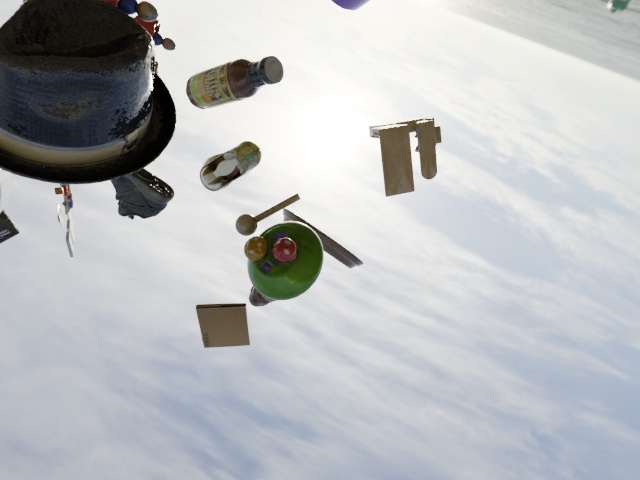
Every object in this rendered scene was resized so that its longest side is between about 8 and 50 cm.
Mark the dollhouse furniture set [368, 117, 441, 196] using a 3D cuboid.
[{"bbox_3d":[0.166,-0.171,0.916,0.144,0.123,0.151,-12,-163,-9],"label":"dollhouse furniture set"}]

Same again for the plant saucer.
[{"bbox_3d":[0.000,0.000,1.315,0.278,0.041,0.278,34,178,1],"label":"plant saucer"}]

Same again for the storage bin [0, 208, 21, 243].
[{"bbox_3d":[-0.882,-0.012,1.182,0.180,0.084,0.122,-13,-157,29],"label":"storage bin"}]

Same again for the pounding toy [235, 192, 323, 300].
[{"bbox_3d":[-0.103,0.005,0.999,0.110,0.183,0.237,45,-159,-61],"label":"pounding toy"}]

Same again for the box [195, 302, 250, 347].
[{"bbox_3d":[-0.328,0.292,1.574,0.164,0.201,0.021,-2,-142,-4],"label":"box"}]

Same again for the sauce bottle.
[{"bbox_3d":[-0.244,-0.447,1.296,0.344,0.111,0.111,1,-169,42],"label":"sauce bottle"}]

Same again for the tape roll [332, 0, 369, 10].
[{"bbox_3d":[0.058,-0.582,0.946,0.189,0.080,0.189,14,-111,-41],"label":"tape roll"}]

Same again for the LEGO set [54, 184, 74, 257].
[{"bbox_3d":[-0.816,-0.094,1.509,0.060,0.244,0.182,-8,-139,-20],"label":"LEGO set"}]

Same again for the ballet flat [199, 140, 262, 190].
[{"bbox_3d":[-0.341,-0.239,1.590,0.123,0.348,0.123,18,-117,-41],"label":"ballet flat"}]

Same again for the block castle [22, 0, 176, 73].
[{"bbox_3d":[-0.405,-0.448,0.926,0.213,0.453,0.303,16,-108,-17],"label":"block castle"}]

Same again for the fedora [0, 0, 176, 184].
[{"bbox_3d":[-0.350,-0.241,0.651,0.334,0.152,0.334,19,-131,-24],"label":"fedora"}]

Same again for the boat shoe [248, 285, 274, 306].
[{"bbox_3d":[-0.172,0.145,1.765,0.132,0.130,0.355,58,-155,-1],"label":"boat shoe"}]

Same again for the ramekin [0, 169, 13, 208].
[{"bbox_3d":[-0.612,-0.100,0.681,0.277,0.277,0.135,9,-162,-20],"label":"ramekin"}]

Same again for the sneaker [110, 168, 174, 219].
[{"bbox_3d":[-0.476,-0.134,1.103,0.227,0.130,0.087,38,-156,-14],"label":"sneaker"}]
